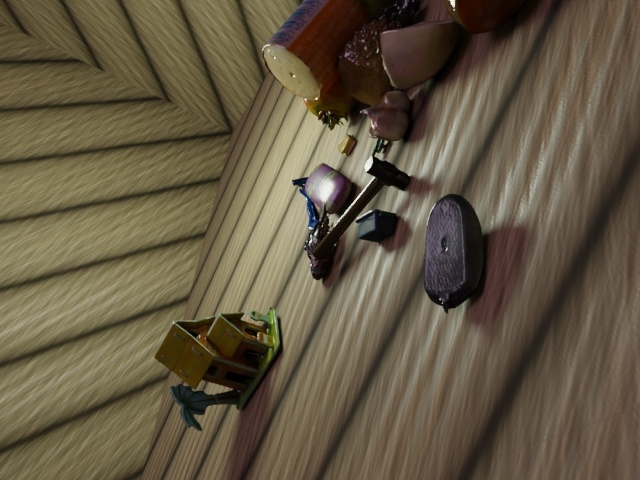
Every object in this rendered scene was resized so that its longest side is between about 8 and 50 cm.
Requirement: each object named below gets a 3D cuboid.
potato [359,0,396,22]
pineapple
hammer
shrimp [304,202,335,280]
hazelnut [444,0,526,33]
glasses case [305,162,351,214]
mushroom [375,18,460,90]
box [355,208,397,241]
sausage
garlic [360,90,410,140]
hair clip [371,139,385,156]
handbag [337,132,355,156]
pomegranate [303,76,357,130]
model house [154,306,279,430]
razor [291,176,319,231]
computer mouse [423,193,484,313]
[{"bbox_3d":[0.158,-0.831,1.908,0.219,0.270,0.359,-13,43,24],"label":"potato"},{"bbox_3d":[0.200,-0.584,1.691,0.362,0.202,0.202,-57,17,-16],"label":"pineapple"},{"bbox_3d":[0.083,-0.068,1.499,0.365,0.111,0.044,-50,26,38],"label":"hammer"},{"bbox_3d":[0.000,0.000,1.661,0.079,0.090,0.233,120,156,-83],"label":"shrimp"},{"bbox_3d":[0.364,-0.558,1.235,0.214,0.176,0.215,-18,57,29],"label":"hazelnut"},{"bbox_3d":[0.020,-0.168,1.811,0.123,0.075,0.316,-58,22,8],"label":"glasses case"},{"bbox_3d":[0.276,-0.475,1.461,0.236,0.173,0.162,-37,-54,-49],"label":"mushroom"},{"bbox_3d":[0.136,-0.034,1.400,0.099,0.074,0.054,-30,55,58],"label":"box"},{"bbox_3d":[-0.013,-0.608,1.759,0.287,0.233,0.233,-55,17,-17],"label":"sausage"},{"bbox_3d":[0.185,-0.339,1.547,0.123,0.099,0.175,6,61,25],"label":"garlic"},{"bbox_3d":[0.179,-0.316,1.623,0.049,0.049,0.173,-12,63,66],"label":"hair clip"},{"bbox_3d":[0.084,-0.318,1.883,0.061,0.027,0.083,-60,20,21],"label":"handbag"},{"bbox_3d":[0.036,-0.502,1.953,0.210,0.210,0.236,167,106,-65],"label":"pomegranate"},{"bbox_3d":[-0.326,0.367,1.761,0.301,0.323,0.340,-59,22,24],"label":"model house"},{"bbox_3d":[-0.032,-0.113,1.935,0.324,0.093,0.056,-103,1,-52],"label":"razor"},{"bbox_3d":[0.250,0.026,1.056,0.113,0.068,0.229,-15,64,49],"label":"computer mouse"}]
